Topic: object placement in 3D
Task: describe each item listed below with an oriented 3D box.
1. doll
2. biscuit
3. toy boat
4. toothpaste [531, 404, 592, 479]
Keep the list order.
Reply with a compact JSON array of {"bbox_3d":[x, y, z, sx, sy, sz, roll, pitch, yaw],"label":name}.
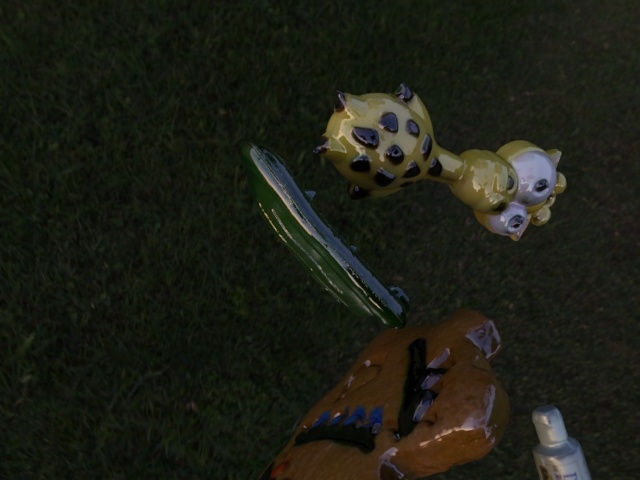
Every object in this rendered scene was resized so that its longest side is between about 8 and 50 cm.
[{"bbox_3d":[0.126,-0.070,0.765,0.291,0.117,0.086,16,23,-27],"label":"doll"},{"bbox_3d":[0.028,0.165,0.641,0.301,0.278,0.043,-43,101,-10],"label":"biscuit"},{"bbox_3d":[0.000,0.000,0.677,0.052,0.104,0.210,-42,102,-5],"label":"toy boat"},{"bbox_3d":[0.239,0.266,0.727,0.037,0.067,0.255,-38,113,-54],"label":"toothpaste"}]
